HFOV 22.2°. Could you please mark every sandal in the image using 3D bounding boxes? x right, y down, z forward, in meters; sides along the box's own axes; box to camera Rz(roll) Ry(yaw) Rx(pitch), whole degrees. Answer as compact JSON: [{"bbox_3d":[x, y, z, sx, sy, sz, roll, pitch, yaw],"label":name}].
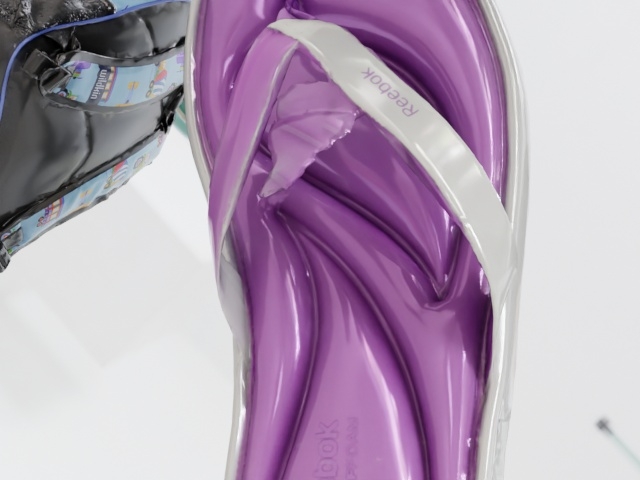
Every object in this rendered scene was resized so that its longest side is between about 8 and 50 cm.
[{"bbox_3d":[0.015,-0.003,0.740,0.169,0.416,0.102,-10,161,11],"label":"sandal"}]

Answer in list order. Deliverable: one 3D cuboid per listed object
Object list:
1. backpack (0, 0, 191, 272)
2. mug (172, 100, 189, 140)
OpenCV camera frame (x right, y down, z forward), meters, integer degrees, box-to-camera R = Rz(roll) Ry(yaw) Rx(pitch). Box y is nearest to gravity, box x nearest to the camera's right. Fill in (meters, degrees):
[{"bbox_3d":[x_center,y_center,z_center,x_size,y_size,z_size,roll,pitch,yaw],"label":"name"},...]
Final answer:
[{"bbox_3d":[-0.150,-0.084,0.877,0.173,0.117,0.158,-29,149,-52],"label":"backpack"},{"bbox_3d":[-0.063,-0.116,1.131,0.157,0.129,0.097,-33,-170,32],"label":"mug"}]
